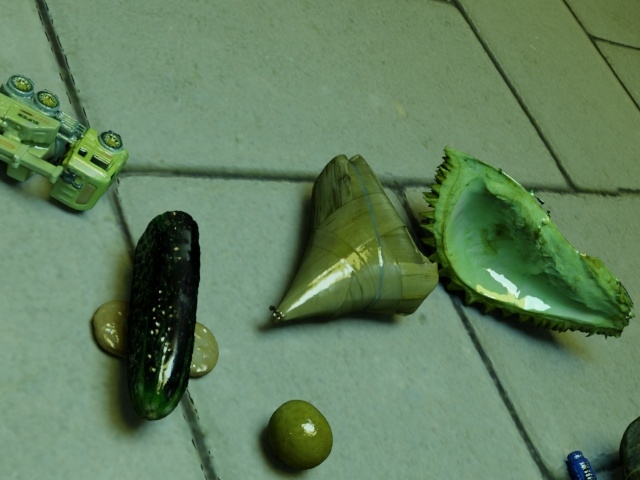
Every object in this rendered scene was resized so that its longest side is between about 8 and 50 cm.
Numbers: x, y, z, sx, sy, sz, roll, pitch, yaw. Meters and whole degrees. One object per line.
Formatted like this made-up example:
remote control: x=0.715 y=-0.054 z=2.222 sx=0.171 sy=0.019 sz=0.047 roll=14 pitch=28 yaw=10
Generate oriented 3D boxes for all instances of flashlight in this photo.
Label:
flashlight: x=0.359 y=0.337 z=1.237 sx=0.057 sy=0.035 sz=0.121 roll=10 pitch=43 yaw=-37

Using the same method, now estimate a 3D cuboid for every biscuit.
biscuit: x=-0.173 y=0.105 z=0.998 sx=0.147 sy=0.018 sz=0.071 roll=19 pitch=42 yaw=-26

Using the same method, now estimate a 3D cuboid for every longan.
longan: x=-0.020 y=0.205 z=1.000 sx=0.075 sy=0.075 sz=0.083 roll=44 pitch=22 yaw=1

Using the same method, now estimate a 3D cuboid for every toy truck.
toy truck: x=-0.304 y=-0.099 z=1.025 sx=0.169 sy=0.077 sz=0.100 roll=33 pitch=36 yaw=-15

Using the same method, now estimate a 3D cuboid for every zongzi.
zongzi: x=0.000 y=0.000 z=1.191 sx=0.256 sy=0.115 sz=0.228 roll=-9 pitch=57 yaw=-34

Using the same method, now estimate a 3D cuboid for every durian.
durian: x=0.296 y=0.011 z=1.355 sx=0.394 sy=0.198 sz=0.163 roll=40 pitch=37 yaw=-8

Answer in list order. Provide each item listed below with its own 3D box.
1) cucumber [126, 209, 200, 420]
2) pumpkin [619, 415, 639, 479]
cucumber: x=-0.161 y=0.074 z=0.963 sx=0.074 sy=0.074 sz=0.241 roll=22 pitch=42 yaw=-25
pumpkin: x=0.473 y=0.347 z=1.244 sx=0.219 sy=0.162 sz=0.219 roll=52 pitch=20 yaw=-29
